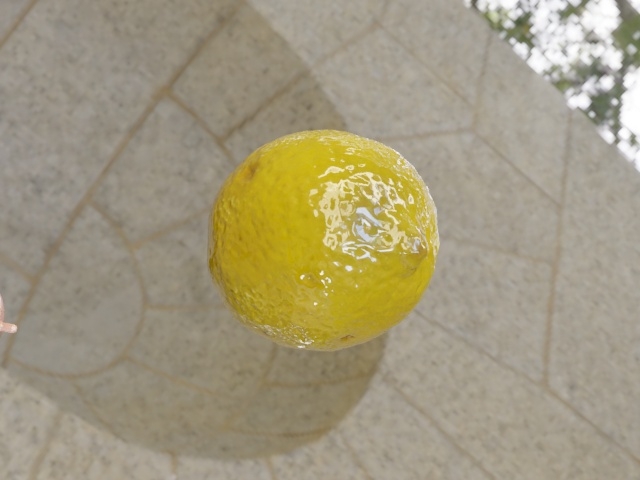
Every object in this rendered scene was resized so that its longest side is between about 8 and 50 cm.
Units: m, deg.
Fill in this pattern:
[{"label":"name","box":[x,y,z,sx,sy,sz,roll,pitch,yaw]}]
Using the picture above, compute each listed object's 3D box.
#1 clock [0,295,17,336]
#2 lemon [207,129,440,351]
[{"label":"clock","box":[-0.570,0.118,1.751,0.227,0.241,0.142,-26,-145,30]},{"label":"lemon","box":[0.006,-0.002,1.254,0.253,0.228,0.228,-21,-143,42]}]
